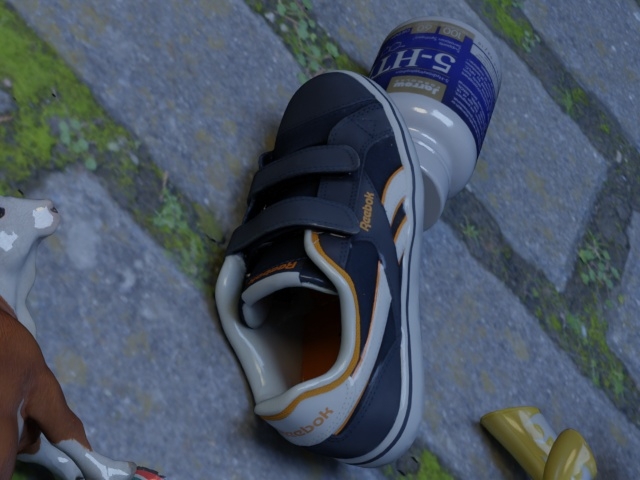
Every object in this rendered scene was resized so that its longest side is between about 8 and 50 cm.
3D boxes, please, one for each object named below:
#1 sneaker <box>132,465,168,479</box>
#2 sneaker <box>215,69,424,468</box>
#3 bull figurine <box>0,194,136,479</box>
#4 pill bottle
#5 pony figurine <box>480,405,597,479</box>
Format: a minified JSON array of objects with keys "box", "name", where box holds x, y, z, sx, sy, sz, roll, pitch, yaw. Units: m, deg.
[{"box":[-0.093,0.223,1.027,0.075,0.057,0.161,-38,96,-35],"name":"sneaker"},{"box":[0.000,0.000,1.213,0.127,0.126,0.321,23,51,-44],"name":"sneaker"},{"box":[-0.202,0.112,0.935,0.188,0.101,0.310,45,41,-22],"name":"bull figurine"},{"box":[0.081,-0.094,1.377,0.112,0.112,0.186,43,40,-19],"name":"pill bottle"},{"box":[0.318,0.284,1.292,0.351,0.303,0.363,-5,69,-15],"name":"pony figurine"}]
